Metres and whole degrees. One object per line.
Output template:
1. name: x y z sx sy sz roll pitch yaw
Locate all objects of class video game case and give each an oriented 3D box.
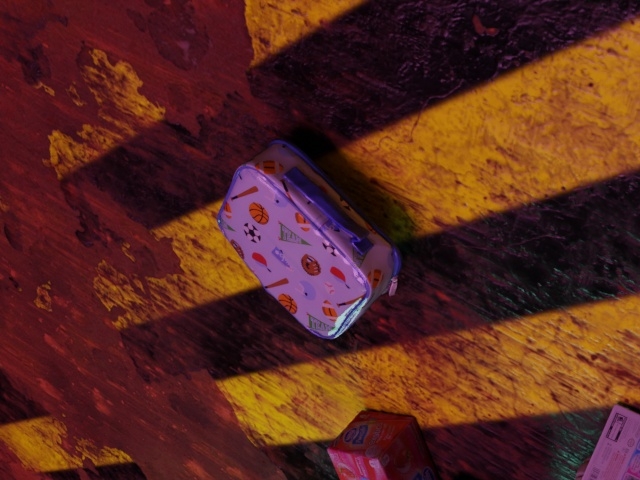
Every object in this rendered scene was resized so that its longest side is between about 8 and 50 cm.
1. video game case: 0.466 0.339 1.619 0.143 0.157 0.019 24 179 27

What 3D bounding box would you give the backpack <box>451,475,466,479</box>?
1. backpack: 0.279 0.528 1.977 0.158 0.117 0.173 19 137 33

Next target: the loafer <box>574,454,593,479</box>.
1. loafer: 0.531 0.423 1.655 0.319 0.112 0.111 26 150 29

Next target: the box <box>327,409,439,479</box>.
1. box: 0.132 0.450 2.038 0.128 0.122 0.257 1 123 43

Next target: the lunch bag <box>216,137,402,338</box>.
1. lunch bag: -0.015 0.000 1.724 0.303 0.115 0.243 44 144 8
